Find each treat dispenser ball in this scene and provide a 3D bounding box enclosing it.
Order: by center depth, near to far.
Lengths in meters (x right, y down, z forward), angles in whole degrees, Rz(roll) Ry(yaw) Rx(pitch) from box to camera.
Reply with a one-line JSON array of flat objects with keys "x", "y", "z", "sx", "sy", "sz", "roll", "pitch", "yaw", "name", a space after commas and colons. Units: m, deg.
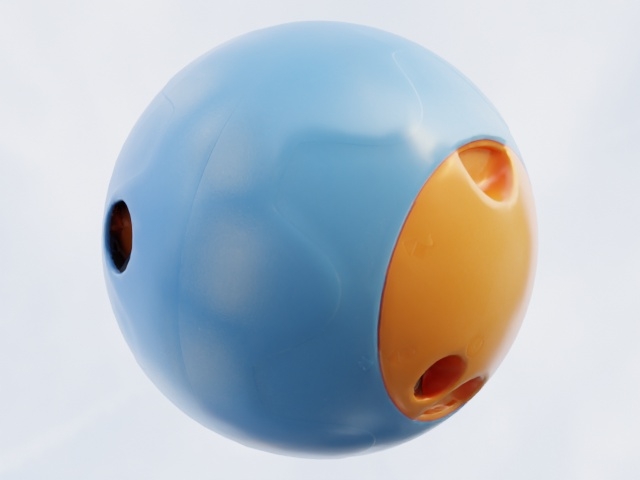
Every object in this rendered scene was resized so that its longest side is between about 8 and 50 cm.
[{"x": 0.000, "y": 0.000, "z": 1.200, "sx": 0.288, "sy": 0.288, "sz": 0.288, "roll": -11, "pitch": -40, "yaw": -9, "name": "treat dispenser ball"}]
